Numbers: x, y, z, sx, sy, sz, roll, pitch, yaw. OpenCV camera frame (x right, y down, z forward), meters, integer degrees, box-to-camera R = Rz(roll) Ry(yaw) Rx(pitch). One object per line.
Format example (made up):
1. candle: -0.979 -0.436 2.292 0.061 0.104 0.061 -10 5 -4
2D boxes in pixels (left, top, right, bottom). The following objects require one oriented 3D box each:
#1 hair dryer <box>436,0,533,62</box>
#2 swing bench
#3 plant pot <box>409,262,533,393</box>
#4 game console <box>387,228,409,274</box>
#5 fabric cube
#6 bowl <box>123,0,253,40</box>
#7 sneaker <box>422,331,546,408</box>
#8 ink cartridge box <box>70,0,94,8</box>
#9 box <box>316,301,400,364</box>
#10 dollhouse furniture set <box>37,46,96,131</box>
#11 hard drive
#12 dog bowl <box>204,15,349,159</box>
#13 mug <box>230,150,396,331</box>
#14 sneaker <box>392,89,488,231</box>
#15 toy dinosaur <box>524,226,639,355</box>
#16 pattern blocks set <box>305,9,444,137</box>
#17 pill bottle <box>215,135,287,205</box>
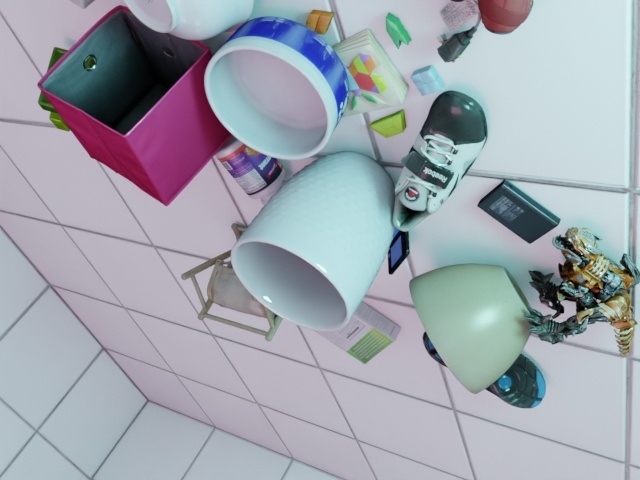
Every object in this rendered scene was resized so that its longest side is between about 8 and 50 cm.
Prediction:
1. hair dryer: 0.211 -0.391 1.004 0.223 0.080 0.293 44 146 -15
2. swing bench: -0.182 0.102 1.836 0.253 0.255 0.165 12 133 31
3. plant pot: 0.349 0.161 1.483 0.191 0.284 0.284 -32 115 17
4. game console: 0.154 0.007 1.598 0.071 0.107 0.122 8 151 -12
5. fabric cube: -0.370 -0.281 1.439 0.259 0.254 0.258 30 161 20
6. bowl: -0.274 -0.472 1.235 0.298 0.134 0.298 31 154 17
7. sneaker: 0.418 0.310 1.754 0.340 0.125 0.139 31 176 -1
8. ink cartridge box: -0.510 -0.594 1.367 0.148 0.086 0.203 32 149 3
9. box: 0.050 0.222 1.989 0.322 0.058 0.232 35 148 0
10. dollhouse furniture set: -0.525 -0.343 1.738 0.301 0.151 0.197 15 168 -2
11. hard drive: 0.389 -0.054 1.348 0.135 0.022 0.094 36 148 -3
12. dog bowl: -0.082 -0.286 1.308 0.264 0.104 0.265 18 144 14
13. mug: 0.000 0.000 1.479 0.276 0.328 0.374 34 149 0
14. sneaker: 0.214 -0.130 1.293 0.122 0.146 0.330 28 146 11
15. toy dinosaur: 0.530 0.119 1.350 0.218 0.164 0.322 -22 98 35
16. pattern blocks set: 0.062 -0.308 1.298 0.285 0.026 0.325 44 146 -17
17. pill bottle: -0.150 -0.166 1.598 0.108 0.108 0.193 -7 130 46
